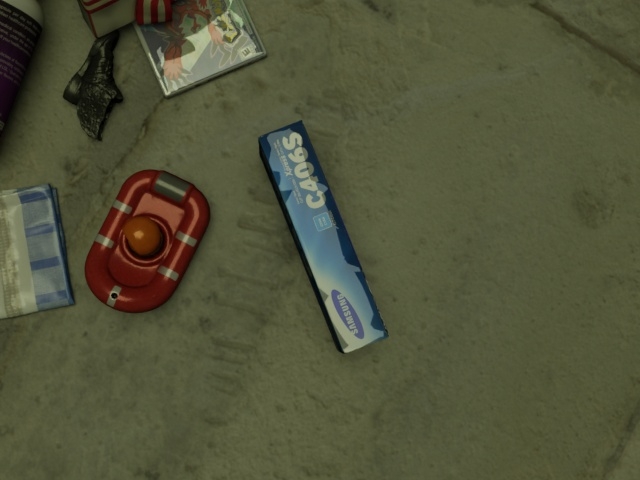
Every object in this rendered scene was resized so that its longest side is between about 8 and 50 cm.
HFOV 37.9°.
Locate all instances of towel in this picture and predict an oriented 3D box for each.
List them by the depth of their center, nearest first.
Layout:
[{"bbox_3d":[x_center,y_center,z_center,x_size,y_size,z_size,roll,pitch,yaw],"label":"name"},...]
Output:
[{"bbox_3d":[-0.549,0.028,1.483,0.285,0.034,0.209,-10,86,-4],"label":"towel"}]

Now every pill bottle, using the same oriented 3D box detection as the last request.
[{"bbox_3d":[-0.542,-0.294,1.436,0.182,0.181,0.322,20,84,-1],"label":"pill bottle"}]

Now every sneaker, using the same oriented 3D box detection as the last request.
[{"bbox_3d":[-0.350,-0.254,1.509,0.089,0.051,0.170,33,89,0],"label":"sneaker"}]

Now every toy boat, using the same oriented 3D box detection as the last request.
[{"bbox_3d":[-0.272,-0.001,1.439,0.151,0.151,0.231,25,84,0],"label":"toy boat"}]

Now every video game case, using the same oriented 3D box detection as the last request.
[{"bbox_3d":[-0.211,-0.359,1.537,0.184,0.023,0.201,-24,87,-4],"label":"video game case"}]

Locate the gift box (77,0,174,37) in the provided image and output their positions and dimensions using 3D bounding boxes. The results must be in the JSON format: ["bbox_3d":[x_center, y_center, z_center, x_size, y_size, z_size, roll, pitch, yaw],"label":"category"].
[{"bbox_3d":[-0.286,-0.491,1.411,0.276,0.255,0.258,-29,78,-6],"label":"gift box"}]

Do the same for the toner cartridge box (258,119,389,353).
[{"bbox_3d":[0.000,0.000,1.446,0.075,0.165,0.347,-22,86,-3],"label":"toner cartridge box"}]
